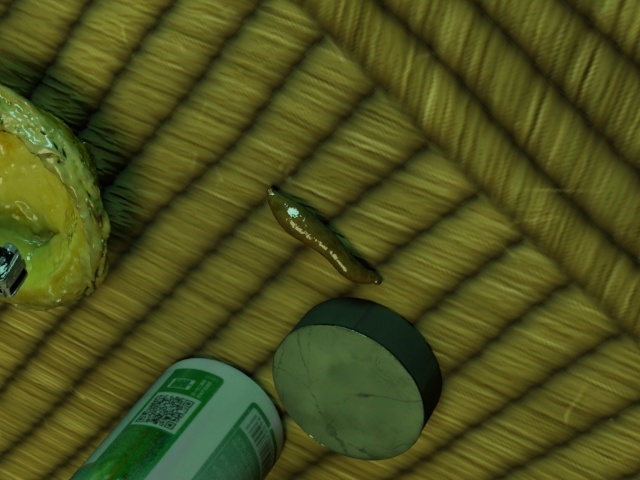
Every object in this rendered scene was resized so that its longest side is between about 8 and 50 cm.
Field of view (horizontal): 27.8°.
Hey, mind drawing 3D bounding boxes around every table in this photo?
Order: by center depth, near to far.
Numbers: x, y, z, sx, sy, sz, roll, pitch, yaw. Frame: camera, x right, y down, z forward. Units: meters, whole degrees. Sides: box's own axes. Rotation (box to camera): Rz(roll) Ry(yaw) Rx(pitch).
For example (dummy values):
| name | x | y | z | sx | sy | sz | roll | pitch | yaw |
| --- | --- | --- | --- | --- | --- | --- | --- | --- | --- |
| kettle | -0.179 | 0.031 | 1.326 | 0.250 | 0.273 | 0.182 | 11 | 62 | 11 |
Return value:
| name | x | y | z | sx | sy | sz | roll | pitch | yaw |
| --- | --- | --- | --- | --- | --- | --- | --- | --- | --- |
| table | 0.029 | 0.112 | 1.046 | 0.133 | 0.043 | 0.133 | 15 | 127 | 21 |

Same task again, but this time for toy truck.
| name | x | y | z | sx | sy | sz | roll | pitch | yaw |
| --- | --- | --- | --- | --- | --- | --- | --- | --- | --- |
| toy truck | -0.279 | 0.021 | 1.055 | 0.083 | 0.039 | 0.044 | 14 | 147 | 21 |

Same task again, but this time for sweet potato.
| name | x | y | z | sx | sy | sz | roll | pitch | yaw |
| --- | --- | --- | --- | --- | --- | --- | --- | --- | --- |
| sweet potato | 0.000 | 0.000 | 0.999 | 0.115 | 0.026 | 0.026 | 42 | 132 | 0 |

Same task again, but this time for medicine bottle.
| name | x | y | z | sx | sy | sz | roll | pitch | yaw |
| --- | --- | --- | --- | --- | --- | --- | --- | --- | --- |
| medicine bottle | -0.145 | 0.225 | 1.069 | 0.133 | 0.274 | 0.133 | 14 | 126 | 20 |

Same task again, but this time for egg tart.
| name | x | y | z | sx | sy | sz | roll | pitch | yaw |
| --- | --- | --- | --- | --- | --- | --- | --- | --- | --- |
| egg tart | -0.253 | -0.044 | 1.071 | 0.213 | 0.090 | 0.212 | 17 | 130 | 21 |
